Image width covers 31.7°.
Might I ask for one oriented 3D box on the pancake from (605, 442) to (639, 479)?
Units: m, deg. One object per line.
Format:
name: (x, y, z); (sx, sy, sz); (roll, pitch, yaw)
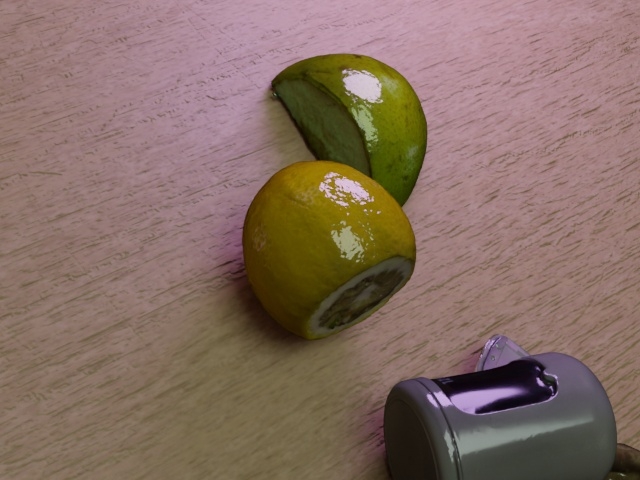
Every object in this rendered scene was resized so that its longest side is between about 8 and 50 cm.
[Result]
pancake: (0.425, 0.436, 1.665); (0.294, 0.049, 0.294); (7, 74, -24)

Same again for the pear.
pear: (0.097, -0.194, 1.778); (0.239, 0.139, 0.288); (-24, 81, -43)

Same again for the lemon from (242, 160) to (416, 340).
lemon: (0.000, 0.000, 1.563); (0.240, 0.240, 0.219); (-21, 66, -34)

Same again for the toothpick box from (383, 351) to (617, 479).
toothpick box: (0.266, 0.279, 1.549); (0.316, 0.229, 0.229); (-9, 70, -19)

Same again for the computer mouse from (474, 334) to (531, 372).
computer mouse: (0.326, 0.245, 1.717); (0.245, 0.056, 0.126); (38, 58, -16)
